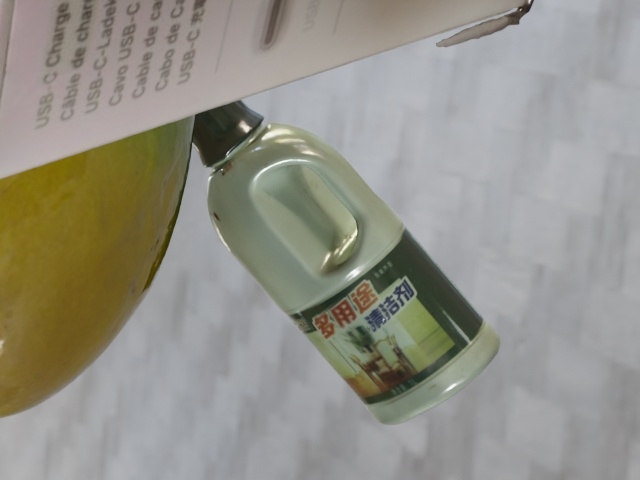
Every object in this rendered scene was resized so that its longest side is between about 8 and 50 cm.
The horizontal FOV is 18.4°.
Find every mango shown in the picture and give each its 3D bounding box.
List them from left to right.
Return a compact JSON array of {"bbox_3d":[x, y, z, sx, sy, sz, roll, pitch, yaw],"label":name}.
[{"bbox_3d":[-0.113,-0.014,0.827,0.194,0.092,0.130,-66,-25,-18],"label":"mango"}]

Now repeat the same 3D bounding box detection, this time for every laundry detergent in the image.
[{"bbox_3d":[0.000,0.000,1.135,0.099,0.225,0.070,-30,13,47],"label":"laundry detergent"}]

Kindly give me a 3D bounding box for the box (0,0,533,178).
[{"bbox_3d":[-0.022,-0.151,0.612,0.106,0.252,0.203,40,134,29],"label":"box"}]
